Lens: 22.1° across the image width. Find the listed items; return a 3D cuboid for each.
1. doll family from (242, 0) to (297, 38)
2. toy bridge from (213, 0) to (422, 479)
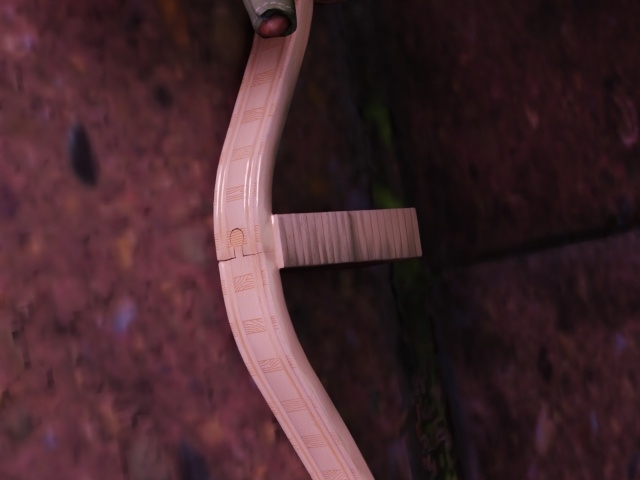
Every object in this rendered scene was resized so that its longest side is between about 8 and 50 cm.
[{"bbox_3d":[-0.052,-0.136,0.405,0.111,0.076,0.193,-10,86,-42],"label":"doll family"},{"bbox_3d":[0.000,0.000,0.462,0.063,0.026,0.188,-4,85,-45],"label":"toy bridge"}]
